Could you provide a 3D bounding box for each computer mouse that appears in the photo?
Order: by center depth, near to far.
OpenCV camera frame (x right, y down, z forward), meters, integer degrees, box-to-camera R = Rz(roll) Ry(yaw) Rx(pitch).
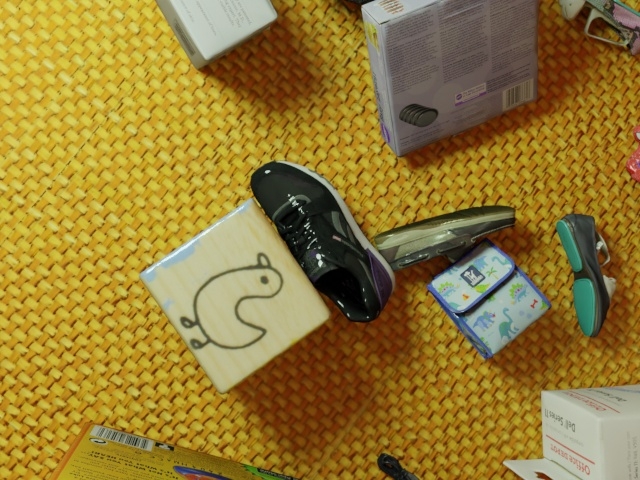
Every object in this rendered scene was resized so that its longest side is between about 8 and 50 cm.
[{"bbox_3d":[0.082,0.436,1.265,0.106,0.042,0.193,42,78,-10],"label":"computer mouse"}]

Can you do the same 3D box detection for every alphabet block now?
[{"bbox_3d":[-0.123,0.075,1.163,0.192,0.193,0.197,-35,94,-6],"label":"alphabet block"}]

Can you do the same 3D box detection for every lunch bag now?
[{"bbox_3d":[0.261,0.089,1.273,0.129,0.096,0.151,-38,78,-5],"label":"lunch bag"}]

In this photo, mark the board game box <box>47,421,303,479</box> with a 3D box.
[{"bbox_3d":[-0.212,0.487,1.060,0.357,0.356,0.356,18,87,-7],"label":"board game box"}]

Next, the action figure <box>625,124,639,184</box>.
[{"bbox_3d":[0.580,-0.062,1.301,0.091,0.139,0.280,-24,90,-9],"label":"action figure"}]

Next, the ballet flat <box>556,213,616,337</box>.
[{"bbox_3d":[0.438,0.052,1.309,0.074,0.074,0.203,-13,89,-8],"label":"ballet flat"}]

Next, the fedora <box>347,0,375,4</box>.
[{"bbox_3d":[0.074,-0.439,1.197,0.334,0.334,0.152,11,121,-8],"label":"fedora"}]

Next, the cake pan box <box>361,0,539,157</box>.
[{"bbox_3d":[0.205,-0.276,1.207,0.267,0.245,0.070,-24,48,-7],"label":"cake pan box"}]

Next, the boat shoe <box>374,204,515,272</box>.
[{"bbox_3d":[0.198,-0.001,1.272,0.224,0.080,0.073,-13,100,-1],"label":"boat shoe"}]

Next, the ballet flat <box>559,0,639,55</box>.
[{"bbox_3d":[0.445,-0.375,1.320,0.221,0.077,0.079,34,108,-7],"label":"ballet flat"}]

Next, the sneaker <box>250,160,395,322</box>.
[{"bbox_3d":[0.000,0.000,1.198,0.283,0.124,0.107,46,114,-4],"label":"sneaker"}]

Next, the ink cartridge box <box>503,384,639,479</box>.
[{"bbox_3d":[0.475,0.296,1.239,0.354,0.207,0.119,-3,91,-9],"label":"ink cartridge box"}]

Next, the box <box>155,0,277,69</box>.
[{"bbox_3d":[-0.166,-0.354,1.156,0.119,0.181,0.182,-32,103,-8],"label":"box"}]
